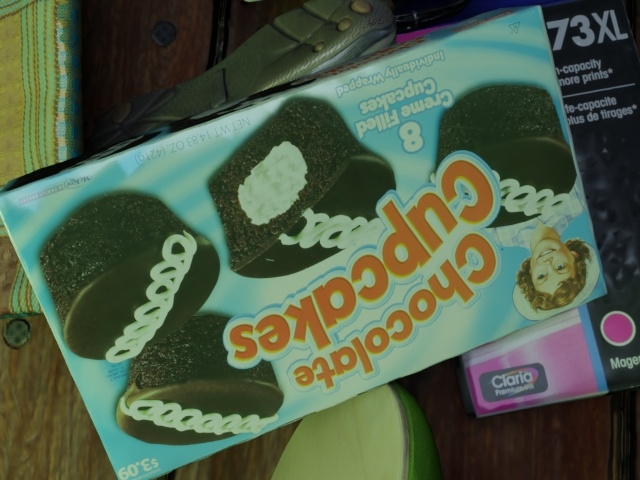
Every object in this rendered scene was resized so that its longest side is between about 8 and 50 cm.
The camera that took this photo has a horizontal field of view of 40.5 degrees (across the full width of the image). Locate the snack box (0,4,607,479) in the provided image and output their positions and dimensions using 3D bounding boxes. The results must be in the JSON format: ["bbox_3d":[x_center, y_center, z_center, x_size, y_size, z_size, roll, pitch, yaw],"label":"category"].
[{"bbox_3d":[0.000,0.000,0.520,0.321,0.060,0.187,-21,107,-8],"label":"snack box"}]

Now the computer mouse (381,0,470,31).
[{"bbox_3d":[0.128,-0.235,0.661,0.242,0.041,0.071,-41,58,-19],"label":"computer mouse"}]

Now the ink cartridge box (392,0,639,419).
[{"bbox_3d":[0.156,-0.066,0.644,0.175,0.069,0.371,-11,76,0],"label":"ink cartridge box"}]

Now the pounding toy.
[{"bbox_3d":[0.034,0.213,0.552,0.110,0.183,0.237,26,80,-19],"label":"pounding toy"}]

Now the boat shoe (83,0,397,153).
[{"bbox_3d":[-0.077,-0.048,0.614,0.324,0.116,0.123,-24,37,16],"label":"boat shoe"}]

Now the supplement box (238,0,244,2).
[{"bbox_3d":[0.006,-0.270,0.668,0.188,0.104,0.081,-19,76,-2],"label":"supplement box"}]

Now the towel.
[{"bbox_3d":[-0.271,-0.125,0.614,0.271,0.040,0.371,-8,81,31],"label":"towel"}]
